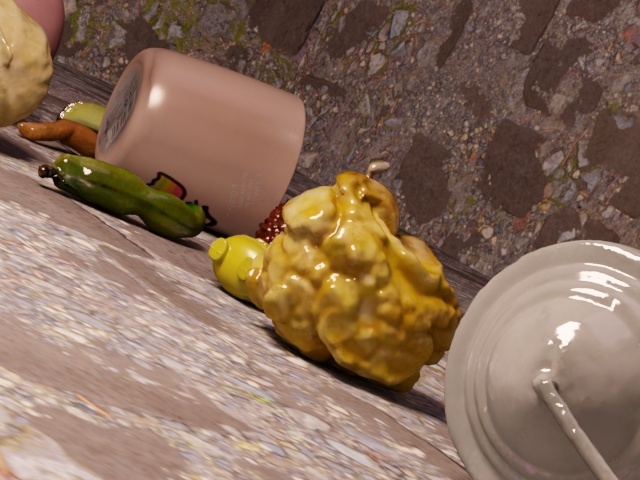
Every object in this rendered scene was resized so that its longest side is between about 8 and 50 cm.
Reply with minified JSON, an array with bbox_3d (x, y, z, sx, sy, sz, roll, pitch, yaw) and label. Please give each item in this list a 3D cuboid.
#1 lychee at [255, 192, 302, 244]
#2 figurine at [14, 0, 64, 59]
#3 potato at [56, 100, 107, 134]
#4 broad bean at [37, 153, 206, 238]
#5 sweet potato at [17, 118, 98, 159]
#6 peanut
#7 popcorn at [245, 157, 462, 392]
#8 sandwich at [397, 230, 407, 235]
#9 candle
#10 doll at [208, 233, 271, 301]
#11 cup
[{"bbox_3d":[-0.009,0.009,1.774,0.129,0.123,0.123,-18,36,-40],"label":"lychee"},{"bbox_3d":[-0.439,-0.269,2.076,0.211,0.261,0.269,55,9,9],"label":"figurine"},{"bbox_3d":[-0.245,-0.130,2.164,0.198,0.054,0.119,24,-19,-3],"label":"potato"},{"bbox_3d":[-0.201,-0.047,1.727,0.213,0.048,0.070,24,5,-38],"label":"broad bean"},{"bbox_3d":[-0.311,-0.129,2.085,0.044,0.044,0.179,29,3,32],"label":"sweet potato"},{"bbox_3d":[-0.446,-0.224,1.755,0.340,0.158,0.174,22,34,6],"label":"peanut"},{"bbox_3d":[0.025,0.046,1.425,0.194,0.163,0.140,59,8,-29],"label":"popcorn"},{"bbox_3d":[-0.005,-0.002,1.948,0.185,0.109,0.160,22,8,-45],"label":"sandwich"},{"bbox_3d":[0.220,0.111,1.214,0.221,0.221,0.342,29,5,31],"label":"candle"},{"bbox_3d":[-0.043,0.034,1.605,0.106,0.062,0.162,35,7,32],"label":"doll"},{"bbox_3d":[-0.164,-0.113,2.012,0.200,0.191,0.253,21,-24,-21],"label":"cup"}]
